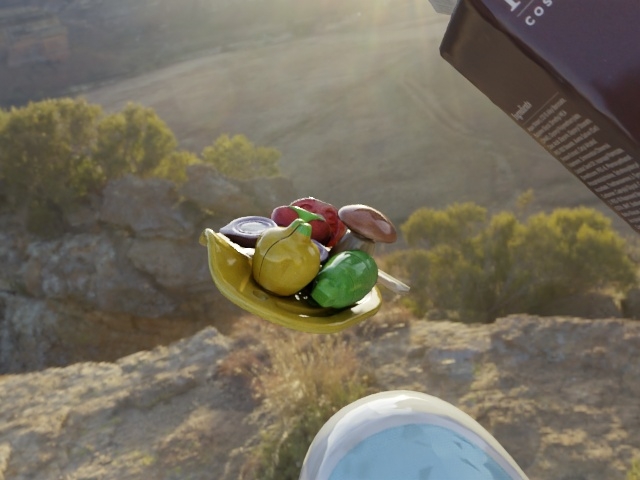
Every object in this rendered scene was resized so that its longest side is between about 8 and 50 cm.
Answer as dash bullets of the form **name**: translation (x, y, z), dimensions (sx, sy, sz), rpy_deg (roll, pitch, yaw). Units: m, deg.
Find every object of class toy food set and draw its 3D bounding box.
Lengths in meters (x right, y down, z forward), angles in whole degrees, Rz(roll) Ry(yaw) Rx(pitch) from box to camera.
- **toy food set**: translation (0.000, 0.000, 0.587), dimensions (0.128, 0.071, 0.218), rpy_deg (32, 19, 19)

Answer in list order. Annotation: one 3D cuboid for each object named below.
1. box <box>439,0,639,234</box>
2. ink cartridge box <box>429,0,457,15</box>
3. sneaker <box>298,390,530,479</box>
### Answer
- **box**: translation (0.286, -0.085, 0.501), dimensions (0.191, 0.381, 0.143), rpy_deg (-47, -5, 0)
- **ink cartridge box**: translation (0.224, -0.362, 0.881), dimensions (0.308, 0.091, 0.385), rpy_deg (23, -2, 29)
- **sneaker**: translation (0.090, 0.235, 0.277), dimensions (0.135, 0.365, 0.150), rpy_deg (-20, -4, -10)
